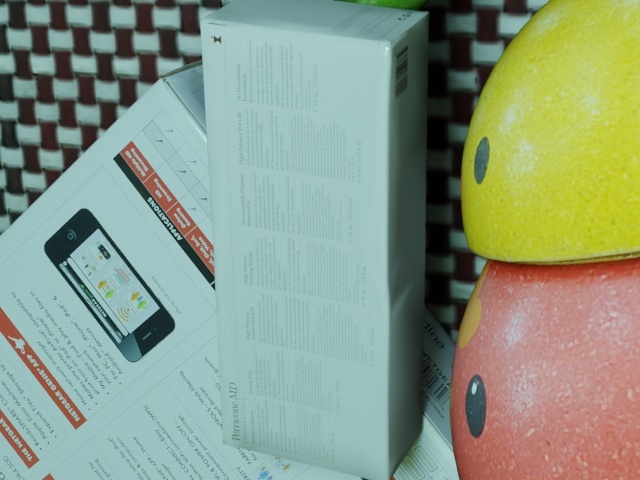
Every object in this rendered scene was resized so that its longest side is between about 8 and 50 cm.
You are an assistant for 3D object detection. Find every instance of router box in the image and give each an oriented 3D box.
[{"bbox_3d":[-0.071,0.109,0.908,0.301,0.082,0.335,-39,88,29],"label":"router box"}]

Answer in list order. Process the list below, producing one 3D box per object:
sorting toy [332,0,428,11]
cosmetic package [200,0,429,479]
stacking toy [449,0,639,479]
[{"bbox_3d":[0.102,-0.146,0.750,0.126,0.127,0.365,35,118,-14],"label":"sorting toy"},{"bbox_3d":[0.000,0.000,0.742,0.099,0.060,0.239,10,119,20],"label":"cosmetic package"},{"bbox_3d":[0.169,-0.003,0.629,0.350,0.350,0.480,-12,95,28],"label":"stacking toy"}]
